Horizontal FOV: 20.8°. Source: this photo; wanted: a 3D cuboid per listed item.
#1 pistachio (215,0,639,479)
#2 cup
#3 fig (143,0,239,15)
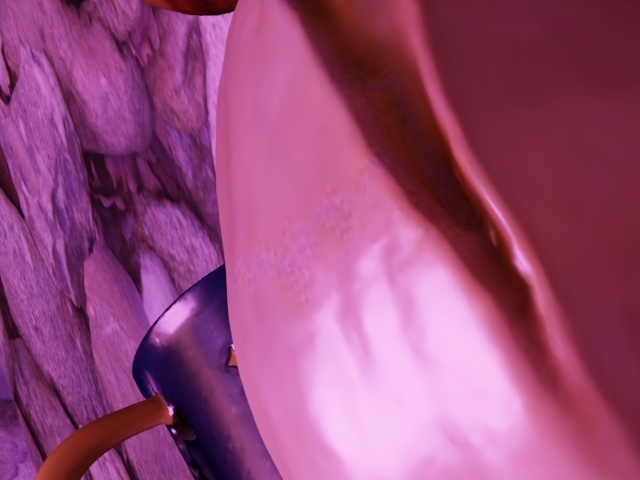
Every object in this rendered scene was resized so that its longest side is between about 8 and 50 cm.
[{"bbox_3d":[0.069,-0.003,0.652,0.238,0.229,0.321,53,-166,-53],"label":"pistachio"},{"bbox_3d":[-0.008,0.161,0.960,0.256,0.255,0.178,61,-178,24],"label":"cup"},{"bbox_3d":[-0.088,-0.204,0.981,0.160,0.143,0.231,56,163,-15],"label":"fig"}]
